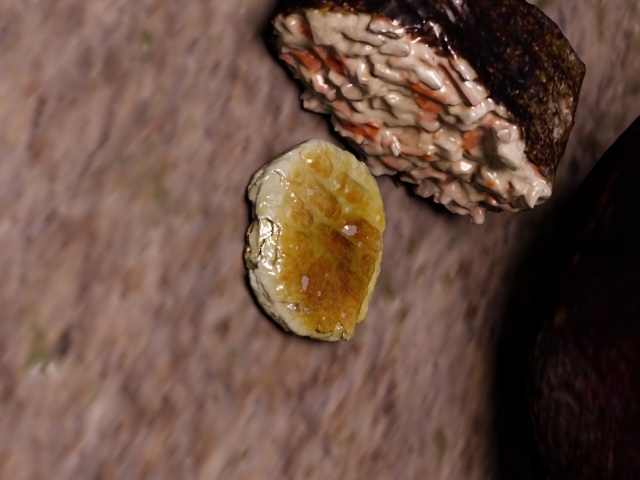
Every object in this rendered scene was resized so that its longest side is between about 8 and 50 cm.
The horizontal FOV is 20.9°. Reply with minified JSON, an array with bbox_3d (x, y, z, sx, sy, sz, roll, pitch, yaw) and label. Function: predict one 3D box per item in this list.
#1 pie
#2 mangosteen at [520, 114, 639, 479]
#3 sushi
[{"bbox_3d":[0.000,0.000,0.708,0.084,0.020,0.084,8,80,-47],"label":"pie"},{"bbox_3d":[0.255,0.113,0.765,0.382,0.382,0.435,8,117,-47],"label":"mangosteen"},{"bbox_3d":[0.047,-0.071,0.721,0.150,0.090,0.078,43,59,-38],"label":"sushi"}]
